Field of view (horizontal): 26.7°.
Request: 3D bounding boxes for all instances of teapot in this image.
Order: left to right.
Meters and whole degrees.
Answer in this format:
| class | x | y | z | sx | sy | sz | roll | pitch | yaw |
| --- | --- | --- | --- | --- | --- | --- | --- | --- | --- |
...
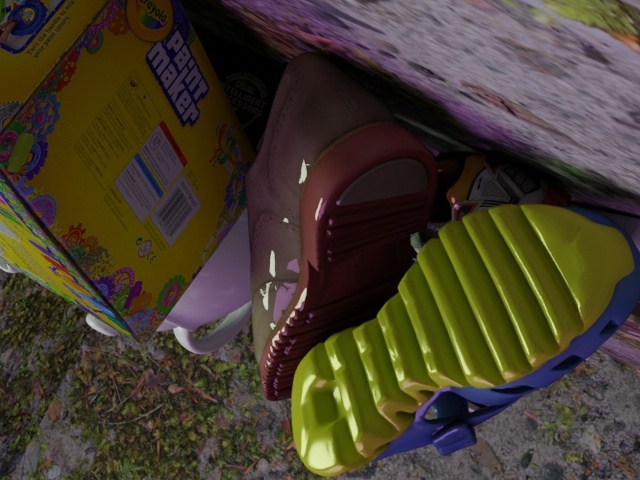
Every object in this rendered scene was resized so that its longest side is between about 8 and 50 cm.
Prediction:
| class | x | y | z | sx | sy | sz | roll | pitch | yaw |
| --- | --- | --- | --- | --- | --- | --- | --- | --- | --- |
| teapot | -0.157 | 0.005 | 1.268 | 0.256 | 0.187 | 0.252 | 28 | 179 | -9 |

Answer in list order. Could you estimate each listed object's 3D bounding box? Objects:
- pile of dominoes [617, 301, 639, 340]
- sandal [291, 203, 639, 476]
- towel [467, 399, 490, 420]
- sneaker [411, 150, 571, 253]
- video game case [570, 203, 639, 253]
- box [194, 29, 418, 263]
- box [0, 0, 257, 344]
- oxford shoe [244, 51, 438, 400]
| class | x | y | z | sx | sy | sz | roll | pitch | yaw |
| --- | --- | --- | --- | --- | --- | --- | --- | --- | --- |
| pile of dominoes | 0.412 | 0.103 | 1.433 | 0.251 | 0.040 | 0.196 | 18 | 175 | 22 |
| sandal | 0.112 | 0.073 | 0.959 | 0.138 | 0.126 | 0.317 | 8 | 151 | -35 |
| towel | 0.088 | 0.066 | 1.498 | 0.237 | 0.037 | 0.329 | 26 | -161 | -7 |
| sneaker | 0.107 | -0.032 | 1.033 | 0.092 | 0.088 | 0.225 | 32 | 169 | -12 |
| video game case | 0.259 | 0.021 | 1.035 | 0.183 | 0.023 | 0.201 | 28 | 178 | -19 |
| box | -0.065 | -0.105 | 1.279 | 0.395 | 0.097 | 0.318 | 27 | 176 | 25 |
| box | -0.230 | -0.107 | 0.998 | 0.279 | 0.177 | 0.290 | 27 | 161 | 25 |
| oxford shoe | 0.000 | 0.000 | 1.034 | 0.130 | 0.123 | 0.348 | 59 | 151 | 28 |
